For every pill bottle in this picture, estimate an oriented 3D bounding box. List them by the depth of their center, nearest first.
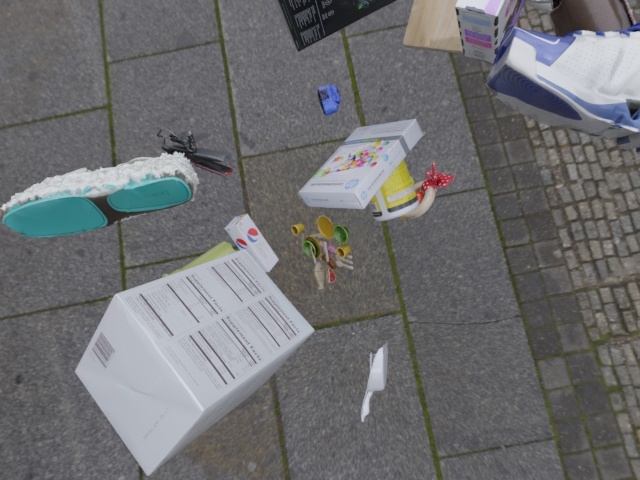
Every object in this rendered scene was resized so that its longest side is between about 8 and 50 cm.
[{"bbox_3d":[0.154,-0.164,1.099,0.119,0.119,0.209,-22,102,0],"label":"pill bottle"}]

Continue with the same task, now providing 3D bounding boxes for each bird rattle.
[{"bbox_3d":[0.396,-0.176,1.757,0.143,0.253,0.207,33,65,-33],"label":"bird rattle"}]

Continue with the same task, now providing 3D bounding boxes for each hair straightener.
[{"bbox_3d":[-0.317,-0.235,1.111,0.230,0.089,0.047,25,43,21],"label":"hair straightener"}]

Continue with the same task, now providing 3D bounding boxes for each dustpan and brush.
[{"bbox_3d":[0.141,0.373,1.186,0.060,0.147,0.211,2,83,14],"label":"dustpan and brush"}]

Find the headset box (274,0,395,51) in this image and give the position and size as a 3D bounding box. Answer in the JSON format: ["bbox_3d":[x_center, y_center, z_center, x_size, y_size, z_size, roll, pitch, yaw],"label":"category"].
[{"bbox_3d":[0.031,-0.541,0.855,0.282,0.246,0.131,-25,78,6],"label":"headset box"}]

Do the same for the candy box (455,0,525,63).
[{"bbox_3d":[0.301,-0.420,0.759,0.070,0.196,0.165,26,99,20],"label":"candy box"}]

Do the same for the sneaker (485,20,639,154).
[{"bbox_3d":[0.387,-0.229,0.571,0.315,0.127,0.182,21,96,0],"label":"sneaker"}]

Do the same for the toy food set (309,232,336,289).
[{"bbox_3d":[0.013,0.043,0.999,0.019,0.077,0.122,-12,90,40],"label":"toy food set"}]

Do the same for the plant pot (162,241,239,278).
[{"bbox_3d":[-0.397,0.150,1.676,0.276,0.276,0.254,41,64,11],"label":"plant pot"}]

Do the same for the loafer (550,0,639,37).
[{"bbox_3d":[0.450,-0.366,0.765,0.130,0.134,0.366,17,55,-22],"label":"loafer"}]

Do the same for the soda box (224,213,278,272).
[{"bbox_3d":[-0.244,0.014,1.604,0.216,0.069,0.074,58,44,-24],"label":"soda box"}]

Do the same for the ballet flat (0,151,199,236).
[{"bbox_3d":[-0.469,-0.108,0.990,0.408,0.147,0.147,-11,78,-5],"label":"ballet flat"}]

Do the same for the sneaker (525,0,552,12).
[{"bbox_3d":[0.631,-0.619,1.170,0.090,0.095,0.235,-47,42,3],"label":"sneaker"}]

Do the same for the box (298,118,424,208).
[{"bbox_3d":[0.067,-0.130,0.764,0.186,0.145,0.038,-51,123,-22],"label":"box"}]

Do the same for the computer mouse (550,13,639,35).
[{"bbox_3d":[0.746,-0.493,1.222,0.261,0.184,0.060,-4,52,29],"label":"computer mouse"}]

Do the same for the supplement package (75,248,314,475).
[{"bbox_3d":[-0.191,0.174,0.717,0.198,0.262,0.199,47,121,13],"label":"supplement package"}]

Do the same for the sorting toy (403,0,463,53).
[{"bbox_3d":[0.386,-0.631,1.208,0.255,0.089,0.257,20,101,27],"label":"sorting toy"}]

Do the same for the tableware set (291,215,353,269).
[{"bbox_3d":[0.000,0.000,0.868,0.024,0.104,0.154,-27,31,-36],"label":"tableware set"}]

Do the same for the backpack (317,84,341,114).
[{"bbox_3d":[0.043,-0.634,2.033,0.101,0.098,0.120,-12,95,13],"label":"backpack"}]
